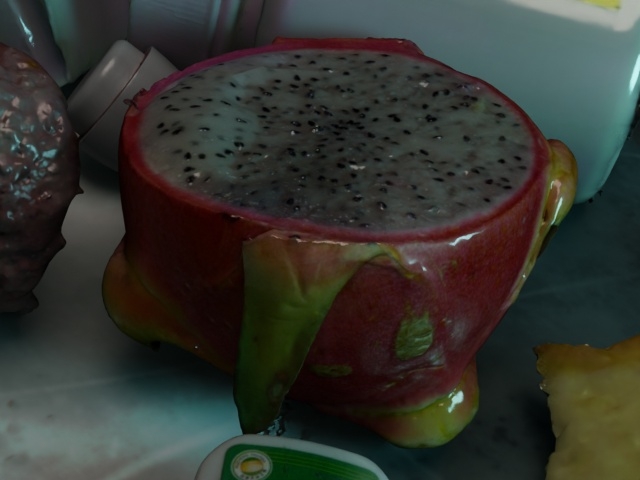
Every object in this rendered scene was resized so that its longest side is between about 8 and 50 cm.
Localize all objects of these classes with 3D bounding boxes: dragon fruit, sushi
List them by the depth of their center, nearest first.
[{"bbox_3d":[-0.239,-0.065,0.859,0.107,0.161,0.241,2,36,-38],"label":"sushi"},{"bbox_3d":[0.000,0.000,0.862,0.290,0.189,0.291,5,34,-4],"label":"dragon fruit"}]

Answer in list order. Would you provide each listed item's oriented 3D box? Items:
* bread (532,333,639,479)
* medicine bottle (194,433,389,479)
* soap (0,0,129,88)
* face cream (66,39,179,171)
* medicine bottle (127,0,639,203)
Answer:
[{"bbox_3d":[0.317,0.115,0.753,0.315,0.279,0.248,21,47,-9],"label":"bread"},{"bbox_3d":[-0.021,0.194,0.714,0.119,0.069,0.183,13,42,-4],"label":"medicine bottle"},{"bbox_3d":[-0.283,-0.275,1.007,0.208,0.347,0.115,-13,23,27],"label":"soap"},{"bbox_3d":[-0.132,-0.091,0.977,0.095,0.091,0.091,38,39,-15],"label":"face cream"},{"bbox_3d":[0.060,-0.171,1.033,0.378,0.214,0.213,15,41,2],"label":"medicine bottle"}]
